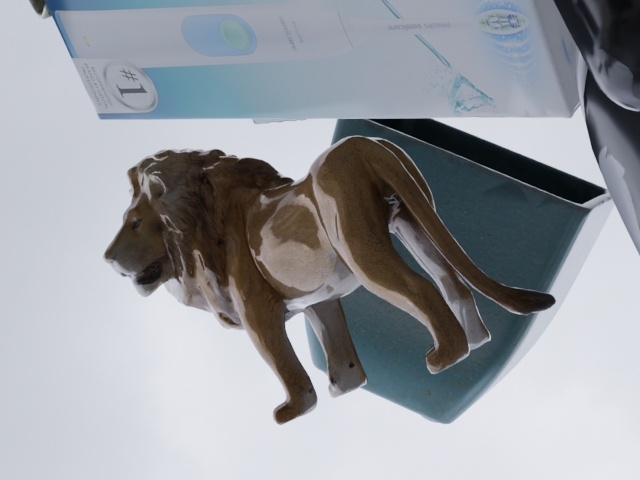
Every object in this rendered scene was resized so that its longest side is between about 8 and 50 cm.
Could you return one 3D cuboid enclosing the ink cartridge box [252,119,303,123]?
[{"bbox_3d":[0.049,-0.126,1.353,0.175,0.127,0.072,-6,-86,-21],"label":"ink cartridge box"}]

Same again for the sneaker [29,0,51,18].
[{"bbox_3d":[-0.182,-0.200,1.388,0.192,0.086,0.064,19,-167,-48],"label":"sneaker"}]

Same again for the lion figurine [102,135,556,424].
[{"bbox_3d":[0.000,0.000,1.437,0.142,0.392,0.240,-22,-92,-43],"label":"lion figurine"}]

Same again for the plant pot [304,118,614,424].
[{"bbox_3d":[0.117,0.031,1.834,0.247,0.252,0.248,22,-170,13],"label":"plant pot"}]

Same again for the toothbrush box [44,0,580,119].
[{"bbox_3d":[-0.008,-0.176,0.898,0.295,0.216,0.126,3,-143,37],"label":"toothbrush box"}]

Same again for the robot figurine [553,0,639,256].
[{"bbox_3d":[0.185,-0.029,0.655,0.174,0.209,0.278,-17,-144,3],"label":"robot figurine"}]
